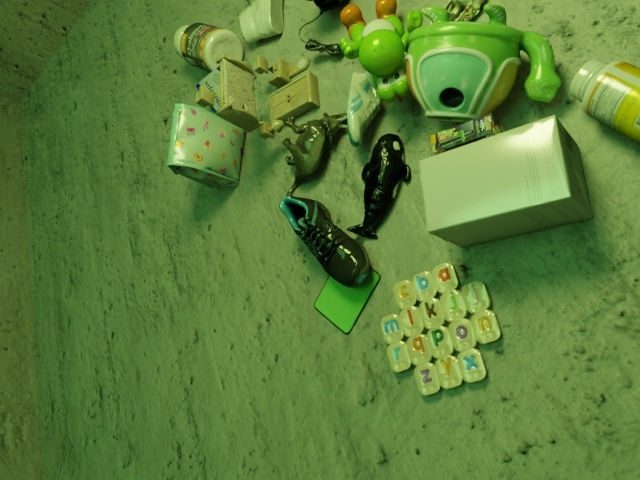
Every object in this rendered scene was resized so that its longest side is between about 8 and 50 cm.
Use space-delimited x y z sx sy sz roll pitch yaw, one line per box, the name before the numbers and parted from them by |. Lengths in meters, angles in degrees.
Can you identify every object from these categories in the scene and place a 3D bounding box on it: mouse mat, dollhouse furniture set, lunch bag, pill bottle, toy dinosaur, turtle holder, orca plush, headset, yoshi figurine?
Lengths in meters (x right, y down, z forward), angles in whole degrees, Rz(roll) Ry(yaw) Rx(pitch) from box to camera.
mouse mat | 0.069 0.138 1.431 0.153 0.007 0.189 36 103 40
dollhouse furniture set | -0.182 -0.498 1.582 0.174 0.356 0.302 -20 66 34
lunch bag | -0.397 -0.314 1.771 0.160 0.262 0.223 -2 78 39
pill bottle | -0.425 -0.720 1.971 0.279 0.162 0.162 30 98 40
toy dinosaur | -0.040 -0.271 1.559 0.160 0.121 0.313 39 101 46
turtle holder | 0.355 -0.389 1.216 0.243 0.321 0.227 -120 36 -81
orca plush | 0.133 -0.154 1.393 0.151 0.102 0.287 33 100 40
headset | 0.028 -0.769 1.585 0.185 0.243 0.393 20 107 22
pill bottle | 0.601 -0.271 1.025 0.117 0.117 0.215 -53 51 16
yoshi figurine | 0.154 -0.518 1.363 0.203 0.203 0.361 -50 37 40

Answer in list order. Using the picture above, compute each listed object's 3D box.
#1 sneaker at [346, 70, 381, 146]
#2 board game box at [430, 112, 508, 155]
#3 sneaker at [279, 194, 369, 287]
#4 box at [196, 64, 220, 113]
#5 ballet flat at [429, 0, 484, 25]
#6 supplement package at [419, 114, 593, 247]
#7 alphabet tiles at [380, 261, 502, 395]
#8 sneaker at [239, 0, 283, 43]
sneaker | 0.120 -0.365 1.455 0.093 0.087 0.228 5 72 6
board game box | 0.349 -0.208 1.183 0.141 0.170 0.048 -17 66 35
sneaker | 0.000 0.000 1.430 0.125 0.140 0.341 -53 50 14
box | -0.346 -0.538 1.874 0.137 0.072 0.126 -27 103 32
ballet flat | 0.342 -0.583 1.353 0.240 0.077 0.091 -54 51 14
supplement package | 0.386 -0.111 1.121 0.293 0.178 0.175 -15 69 35
alphabet tiles | 0.273 0.205 1.233 0.284 0.021 0.277 -28 62 31
sneaker | -0.218 -0.846 1.870 0.169 0.108 0.292 -7 75 35
